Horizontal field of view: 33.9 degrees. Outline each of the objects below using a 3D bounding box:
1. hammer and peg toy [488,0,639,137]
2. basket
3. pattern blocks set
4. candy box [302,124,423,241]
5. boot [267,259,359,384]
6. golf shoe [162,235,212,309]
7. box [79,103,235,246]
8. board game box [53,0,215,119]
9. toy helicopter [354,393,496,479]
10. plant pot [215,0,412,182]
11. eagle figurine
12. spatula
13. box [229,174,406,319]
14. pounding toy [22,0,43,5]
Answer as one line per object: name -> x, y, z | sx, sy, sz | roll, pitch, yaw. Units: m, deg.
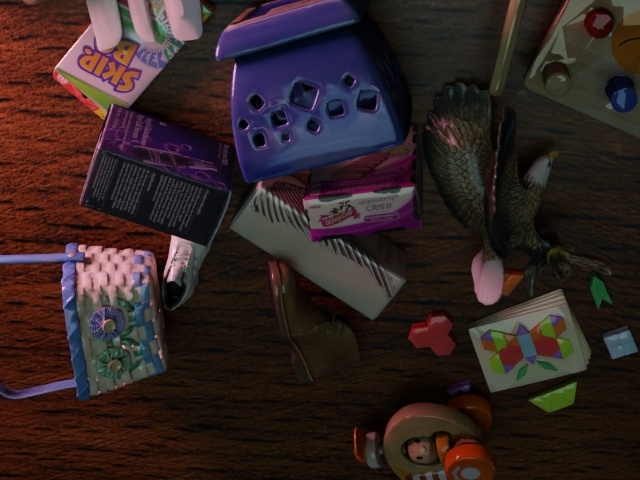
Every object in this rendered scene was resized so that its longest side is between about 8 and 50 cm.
hammer and peg toy -> 0.396, -0.292, 1.450 | 0.362, 0.127, 0.265 | 22, 119, -5
basket -> -0.401, 0.127, 1.702 | 0.289, 0.201, 0.254 | -7, 117, -1
pattern blocks set -> 0.343, 0.171, 1.743 | 0.325, 0.026, 0.285 | -31, 110, 19
candy box -> 0.067, -0.088, 1.526 | 0.159, 0.233, 0.071 | -7, 115, 9
boot -> -0.013, 0.121, 1.680 | 0.115, 0.112, 0.305 | -13, 143, 5
golf shoe -> -0.220, 0.034, 1.702 | 0.069, 0.086, 0.176 | 13, 116, 1
box -> -0.242, -0.099, 1.584 | 0.207, 0.153, 0.108 | 17, 120, -14
board game box -> -0.287, -0.294, 1.575 | 0.124, 0.039, 0.259 | 41, 116, -13
toy helicopter -> 0.155, 0.407, 1.825 | 0.235, 0.140, 0.355 | 10, 131, -3
plant pot -> -0.011, -0.234, 1.469 | 0.236, 0.236, 0.212 | -13, 108, 13
eagle figurine -> 0.267, -0.069, 1.541 | 0.226, 0.225, 0.298 | -20, 128, 42
spatula -> -0.266, -0.398, 1.497 | 0.168, 0.019, 0.241 | -3, 113, 16
box -> 0.000, 0.000, 1.648 | 0.275, 0.113, 0.094 | 32, 114, -11
pounding toy -> -0.500, -0.430, 1.509 | 0.269, 0.155, 0.154 | 50, 140, -8
